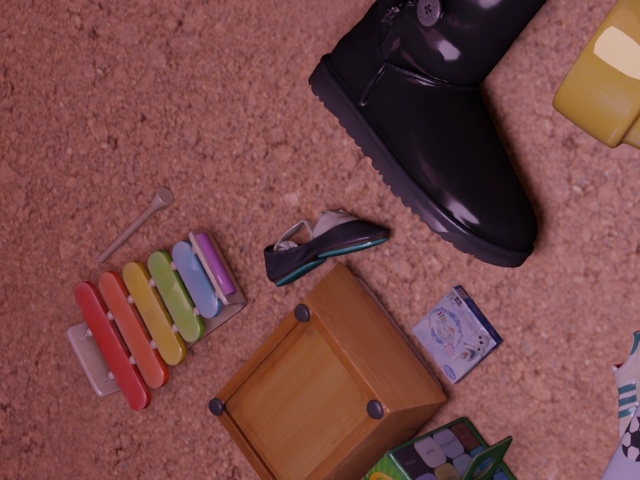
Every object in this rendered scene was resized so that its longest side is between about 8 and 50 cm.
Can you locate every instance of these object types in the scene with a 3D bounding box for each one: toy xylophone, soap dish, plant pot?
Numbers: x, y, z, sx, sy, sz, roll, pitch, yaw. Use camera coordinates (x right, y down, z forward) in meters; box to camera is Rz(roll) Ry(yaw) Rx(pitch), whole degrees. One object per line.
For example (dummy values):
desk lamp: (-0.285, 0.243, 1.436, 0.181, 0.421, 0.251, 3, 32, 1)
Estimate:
toy xylophone: (-0.239, 0.078, 2.268, 0.323, 0.081, 0.236, -46, 71, 33)
soap dish: (-0.001, 0.205, 2.088, 0.229, 0.118, 0.291, 53, 126, 17)
plant pot: (0.406, -0.169, 1.643, 0.239, 0.254, 0.254, 38, 121, 7)

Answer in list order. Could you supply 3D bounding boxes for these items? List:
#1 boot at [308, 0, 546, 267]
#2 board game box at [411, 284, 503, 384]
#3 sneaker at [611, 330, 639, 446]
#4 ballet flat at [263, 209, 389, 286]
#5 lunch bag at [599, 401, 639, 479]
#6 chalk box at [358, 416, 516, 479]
boot: (0.218, -0.243, 1.833, 0.367, 0.146, 0.445, 46, 118, 19)
board game box: (0.169, 0.118, 2.003, 0.090, 0.020, 0.090, -47, 71, 33)
sneaker: (0.366, 0.179, 1.851, 0.075, 0.057, 0.161, 36, 121, 46)
ballet flat: (0.000, 0.000, 2.080, 0.203, 0.074, 0.074, -24, 84, 40)
lunch bag: (0.501, 0.301, 1.653, 0.385, 0.239, 0.328, 36, 117, 35)
chalk box: (0.139, 0.347, 1.969, 0.179, 0.180, 0.289, 53, 126, 17)
